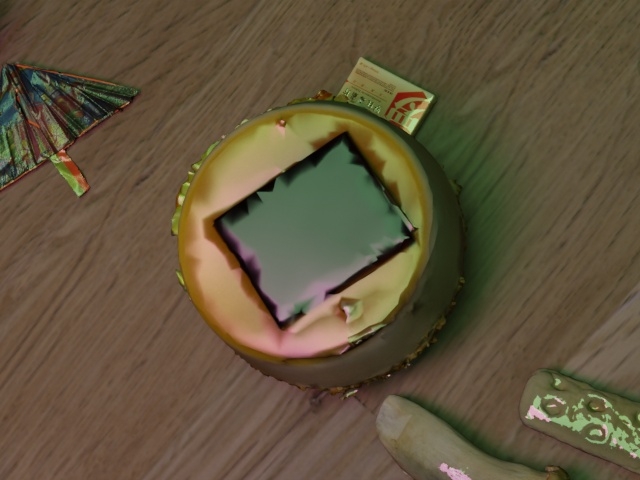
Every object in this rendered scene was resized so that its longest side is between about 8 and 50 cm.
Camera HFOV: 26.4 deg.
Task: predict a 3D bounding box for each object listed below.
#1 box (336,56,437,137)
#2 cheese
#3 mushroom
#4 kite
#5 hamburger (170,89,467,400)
[{"bbox_3d":[0.066,-0.143,1.405,0.093,0.015,0.058,30,86,19],"label":"box"},{"bbox_3d":[0.279,0.177,1.270,0.194,0.043,0.064,23,86,18],"label":"cheese"},{"bbox_3d":[0.138,0.214,1.285,0.209,0.071,0.084,28,121,22],"label":"mushroom"},{"bbox_3d":[-0.313,-0.116,1.498,0.241,0.014,0.183,-38,75,4],"label":"kite"},{"bbox_3d":[0.000,0.000,1.310,0.276,0.179,0.294,-37,76,7],"label":"hamburger"}]
